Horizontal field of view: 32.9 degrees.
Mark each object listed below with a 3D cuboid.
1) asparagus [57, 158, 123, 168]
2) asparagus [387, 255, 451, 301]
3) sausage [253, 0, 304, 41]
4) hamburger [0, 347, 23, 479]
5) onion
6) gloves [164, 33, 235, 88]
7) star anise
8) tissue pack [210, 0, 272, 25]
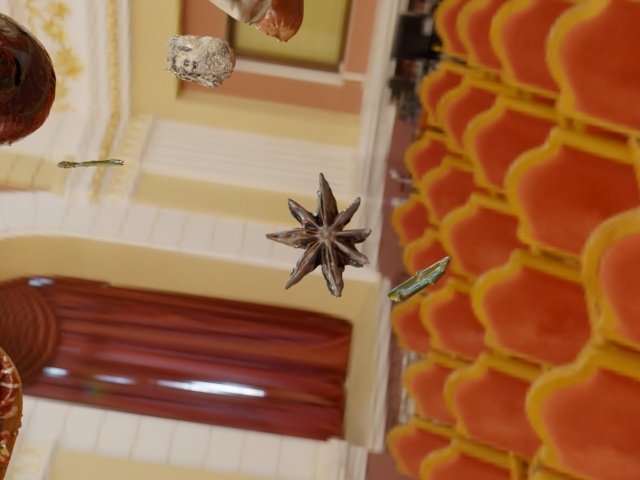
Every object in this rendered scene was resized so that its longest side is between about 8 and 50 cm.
[{"bbox_3d":[-0.371,-0.123,1.748,0.016,0.166,0.013,7,-94,-50],"label":"asparagus"},{"bbox_3d":[0.137,0.052,1.453,0.108,0.021,0.025,-35,43,26],"label":"asparagus"},{"bbox_3d":[-0.081,-0.455,1.689,0.083,0.089,0.300,-24,74,55],"label":"sausage"},{"bbox_3d":[-0.520,0.255,1.433,0.151,0.227,0.295,18,90,67],"label":"hamburger"},{"bbox_3d":[-0.565,-0.295,1.782,0.285,0.273,0.273,120,163,-48],"label":"onion"},{"bbox_3d":[-0.253,-0.376,2.289,0.070,0.153,0.114,-48,-34,-62],"label":"gloves"},{"bbox_3d":[0.000,0.000,1.808,0.204,0.181,0.061,63,179,14],"label":"star anise"},{"bbox_3d":[-0.131,-0.413,0.984,0.297,0.380,0.207,-52,-28,-6],"label":"tissue pack"}]
